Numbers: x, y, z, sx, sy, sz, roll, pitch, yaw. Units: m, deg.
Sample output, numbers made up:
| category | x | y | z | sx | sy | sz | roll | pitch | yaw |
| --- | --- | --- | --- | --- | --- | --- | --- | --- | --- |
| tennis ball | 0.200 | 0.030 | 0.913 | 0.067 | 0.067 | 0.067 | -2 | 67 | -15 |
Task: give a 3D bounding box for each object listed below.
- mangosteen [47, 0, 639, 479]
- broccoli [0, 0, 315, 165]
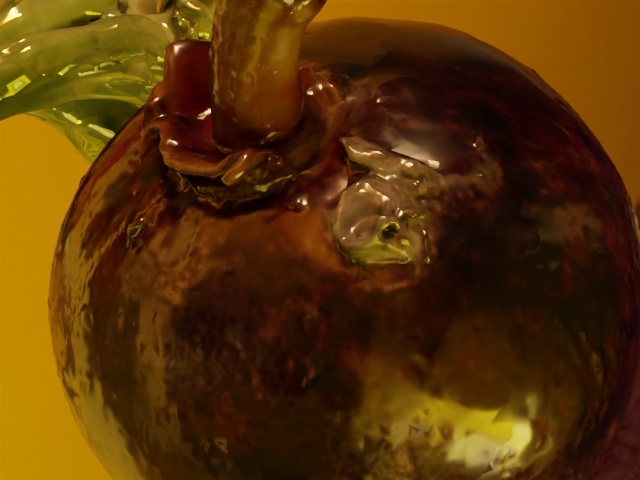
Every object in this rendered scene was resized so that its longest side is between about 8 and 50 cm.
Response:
| category | x | y | z | sx | sy | sz | roll | pitch | yaw |
| --- | --- | --- | --- | --- | --- | --- | --- | --- | --- |
| mangosteen | 0.000 | 0.000 | 0.582 | 0.235 | 0.261 | 0.235 | -12 | -137 | 12 |
| broccoli | -0.168 | -0.099 | 1.003 | 0.353 | 0.397 | 0.275 | 20 | -40 | 4 |
